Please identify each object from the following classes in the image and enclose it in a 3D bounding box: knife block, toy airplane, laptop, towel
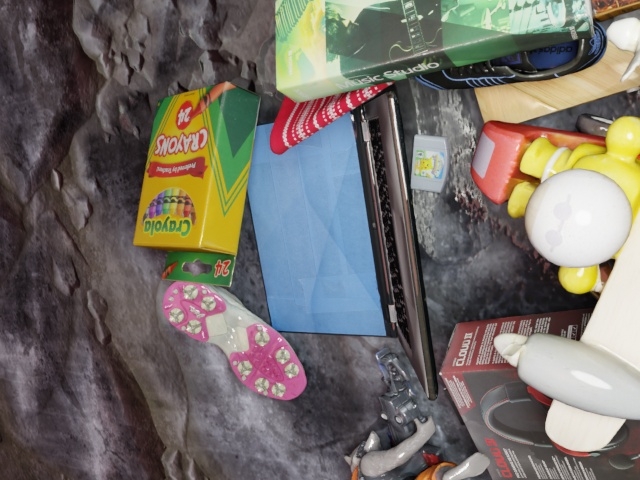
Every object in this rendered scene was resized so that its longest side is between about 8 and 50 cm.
[{"bbox_3d":[0.252,-0.270,0.776,0.275,0.088,0.242,-13,96,35],"label":"knife block"},{"bbox_3d":[0.308,-0.007,0.570,0.384,0.272,0.386,-29,69,52],"label":"toy airplane"},{"bbox_3d":[0.000,0.000,0.930,0.236,0.408,0.382,-10,100,0],"label":"laptop"},{"bbox_3d":[0.041,-0.234,0.801,0.031,0.199,0.274,35,142,-28],"label":"towel"}]

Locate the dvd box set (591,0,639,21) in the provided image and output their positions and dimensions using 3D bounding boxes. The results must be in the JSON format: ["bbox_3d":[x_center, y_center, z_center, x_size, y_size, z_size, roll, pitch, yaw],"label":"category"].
[{"bbox_3d":[0.467,-0.434,0.610,0.420,0.062,0.308,-7,99,34],"label":"dvd box set"}]

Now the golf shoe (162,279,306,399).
[{"bbox_3d":[-0.144,0.168,1.145,0.306,0.140,0.115,43,97,-6],"label":"golf shoe"}]

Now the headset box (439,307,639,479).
[{"bbox_3d":[0.312,0.212,0.820,0.293,0.110,0.218,-12,117,34],"label":"headset box"}]

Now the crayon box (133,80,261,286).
[{"bbox_3d":[-0.213,-0.089,1.036,0.202,0.081,0.319,0,80,43],"label":"crayon box"}]

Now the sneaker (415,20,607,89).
[{"bbox_3d":[0.201,-0.218,0.713,0.232,0.090,0.081,0,103,32],"label":"sneaker"}]

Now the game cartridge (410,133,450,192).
[{"bbox_3d":[0.164,-0.114,0.919,0.056,0.017,0.083,10,108,26],"label":"game cartridge"}]

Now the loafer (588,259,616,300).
[{"bbox_3d":[0.354,0.031,0.809,0.170,0.061,0.062,44,122,15],"label":"loafer"}]

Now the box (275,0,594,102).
[{"bbox_3d":[0.098,-0.287,0.637,0.322,0.058,0.232,-6,80,30],"label":"box"}]

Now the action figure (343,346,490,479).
[{"bbox_3d":[0.126,0.352,0.939,0.330,0.178,0.341,-12,101,67],"label":"action figure"}]
